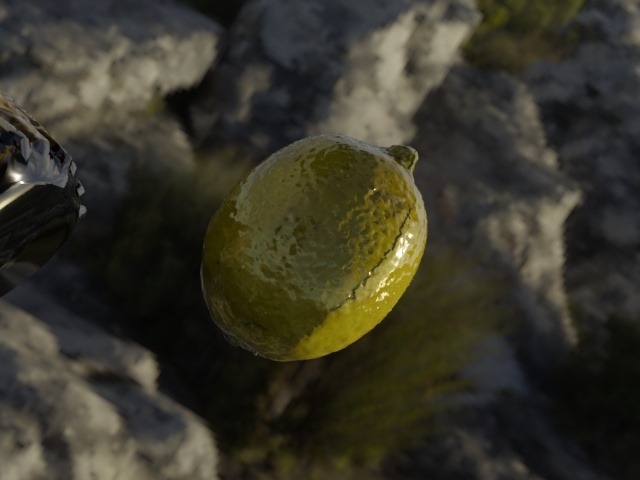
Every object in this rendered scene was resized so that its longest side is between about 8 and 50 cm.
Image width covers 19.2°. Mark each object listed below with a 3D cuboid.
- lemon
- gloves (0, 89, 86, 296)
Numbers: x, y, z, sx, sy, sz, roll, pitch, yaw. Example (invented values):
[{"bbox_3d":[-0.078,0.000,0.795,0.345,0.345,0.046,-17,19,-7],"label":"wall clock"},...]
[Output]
[{"bbox_3d":[0.000,0.000,0.773,0.082,0.110,0.082,42,-6,6],"label":"lemon"},{"bbox_3d":[-0.264,-0.094,0.884,0.356,0.155,0.203,28,1,19],"label":"gloves"}]
